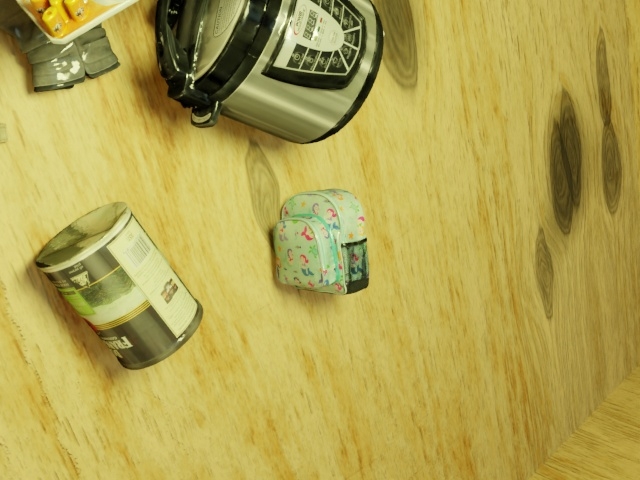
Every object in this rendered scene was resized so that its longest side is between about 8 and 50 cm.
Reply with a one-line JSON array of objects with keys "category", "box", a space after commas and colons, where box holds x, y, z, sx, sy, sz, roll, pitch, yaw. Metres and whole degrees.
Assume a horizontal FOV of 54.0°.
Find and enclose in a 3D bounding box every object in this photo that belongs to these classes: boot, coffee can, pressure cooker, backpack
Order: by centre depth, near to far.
[{"category": "boot", "box": [-0.534, -0.369, 1.120, 0.338, 0.118, 0.222, -21, 115, -30]}, {"category": "coffee can", "box": [-0.391, 0.090, 1.249, 0.201, 0.202, 0.275, -44, 121, -25]}, {"category": "pressure cooker", "box": [-0.131, -0.413, 1.272, 0.420, 0.369, 0.375, 17, 132, -39]}, {"category": "backpack", "box": [0.000, 0.000, 1.534, 0.191, 0.225, 0.253, -5, 97, -43]}]

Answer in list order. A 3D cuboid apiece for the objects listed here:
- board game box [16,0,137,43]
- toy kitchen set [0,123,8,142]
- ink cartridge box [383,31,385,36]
[{"category": "board game box", "box": [-0.377, -0.552, 1.035, 0.390, 0.390, 0.050, -38, 163, -14]}, {"category": "toy kitchen set", "box": [-0.622, -0.208, 1.124, 0.083, 0.075, 0.068, -49, 140, -72]}, {"category": "ink cartridge box", "box": [-0.002, -0.612, 1.457, 0.069, 0.176, 0.371, -49, 123, -22]}]
